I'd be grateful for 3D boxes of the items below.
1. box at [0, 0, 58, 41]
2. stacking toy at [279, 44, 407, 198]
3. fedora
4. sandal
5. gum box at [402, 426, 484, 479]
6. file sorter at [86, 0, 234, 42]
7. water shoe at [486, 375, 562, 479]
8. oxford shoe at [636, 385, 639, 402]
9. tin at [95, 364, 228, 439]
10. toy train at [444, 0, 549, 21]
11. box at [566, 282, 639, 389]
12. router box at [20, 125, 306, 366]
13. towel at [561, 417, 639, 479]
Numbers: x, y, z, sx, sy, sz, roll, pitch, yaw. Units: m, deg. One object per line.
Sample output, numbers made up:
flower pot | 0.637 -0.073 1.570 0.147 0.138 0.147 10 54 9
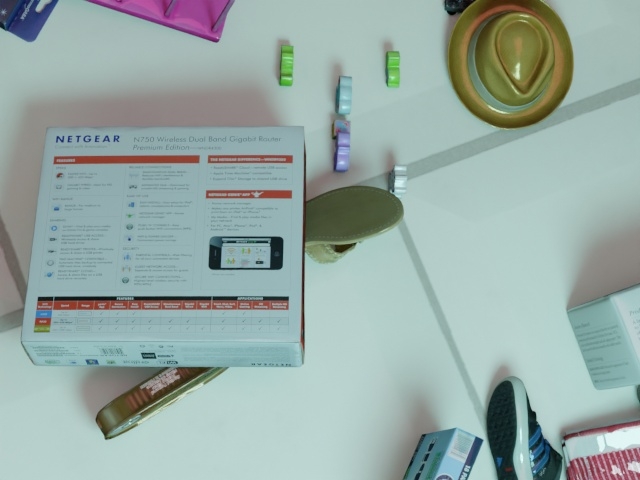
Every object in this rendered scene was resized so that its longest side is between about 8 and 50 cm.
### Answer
box | -0.455 -0.375 1.759 0.225 0.036 0.136 27 76 -3
stacking toy | 0.030 -0.159 1.773 0.167 0.052 0.221 1 78 -7
fedora | 0.267 -0.250 1.794 0.194 0.079 0.194 0 90 -5
sandal | 0.000 -0.005 1.734 0.240 0.079 0.088 -12 54 10
gum box | 0.132 0.314 1.624 0.041 0.184 0.157 25 77 -3
file sorter | -0.230 -0.419 1.704 0.291 0.182 0.202 16 77 -12
water shoe | 0.272 0.279 1.720 0.080 0.073 0.203 -1 82 -30
oxford shoe | 0.528 0.233 1.758 0.212 0.076 0.076 19 93 12
tin | -0.196 0.187 1.648 0.190 0.106 0.040 -31 77 -13
toy train | 0.253 -0.328 1.850 0.158 0.027 0.036 8 67 -6
box | 0.446 0.108 1.710 0.181 0.182 0.119 -18 84 -10
router box | -0.184 0.004 1.632 0.335 0.082 0.301 0 63 2
towel | 0.458 0.390 1.694 0.237 0.037 0.329 -12 82 6
